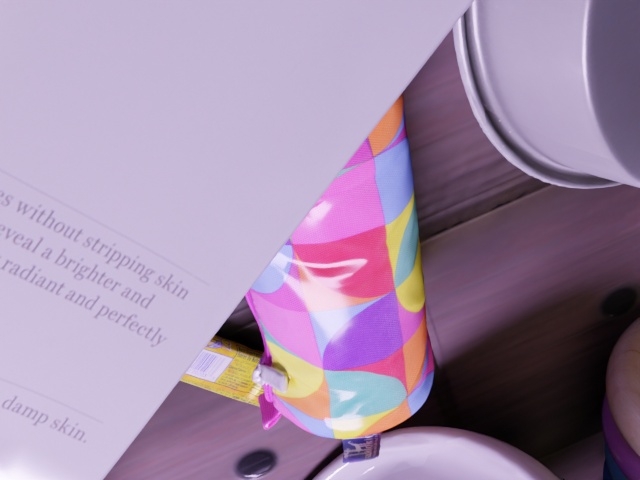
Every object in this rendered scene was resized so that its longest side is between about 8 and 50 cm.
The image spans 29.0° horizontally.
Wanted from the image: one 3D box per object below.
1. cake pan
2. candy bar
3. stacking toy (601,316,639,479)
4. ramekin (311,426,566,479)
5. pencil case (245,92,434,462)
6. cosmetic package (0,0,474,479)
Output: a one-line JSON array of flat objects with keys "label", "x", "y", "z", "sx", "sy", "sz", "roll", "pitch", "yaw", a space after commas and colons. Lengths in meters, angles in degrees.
[{"label": "cake pan", "x": 0.180, "y": -0.143, "z": 0.513, "sx": 0.293, "sy": 0.054, "sz": 0.293, "roll": -23, "pitch": 132, "yaw": -29}, {"label": "candy bar", "x": -0.043, "y": 0.073, "z": 0.696, "sx": 0.161, "sy": 0.018, "sz": 0.040, "roll": 24, "pitch": 114, "yaw": -36}, {"label": "stacking toy", "x": 0.245, "y": 0.190, "z": 0.861, "sx": 0.141, "sy": 0.141, "sz": 0.330, "roll": -14, "pitch": 140, "yaw": -11}, {"label": "ramekin", "x": 0.093, "y": 0.254, "z": 0.754, "sx": 0.127, "sy": 0.273, "sz": 0.273, "roll": 17, "pitch": 122, "yaw": -47}, {"label": "pencil case", "x": 0.000, "y": 0.000, "z": 0.597, "sx": 0.104, "sy": 0.104, "sz": 0.236, "roll": -17, "pitch": 132, "yaw": -8}, {"label": "cosmetic package", "x": -0.058, "y": -0.138, "z": 0.352, "sx": 0.217, "sy": 0.156, "sz": 0.385, "roll": 36, "pitch": 94, "yaw": -40}]
